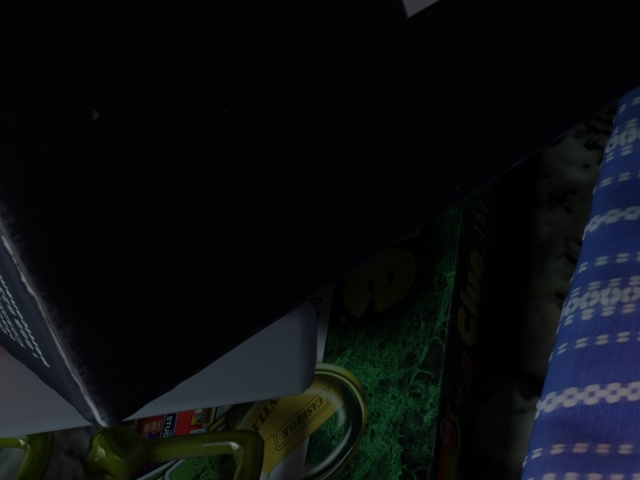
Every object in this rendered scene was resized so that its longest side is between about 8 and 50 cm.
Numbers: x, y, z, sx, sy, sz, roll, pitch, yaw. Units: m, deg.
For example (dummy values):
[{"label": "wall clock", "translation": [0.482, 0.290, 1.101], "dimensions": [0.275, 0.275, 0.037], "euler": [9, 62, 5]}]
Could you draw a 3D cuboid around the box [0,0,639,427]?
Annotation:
[{"label": "box", "translation": [-0.022, -0.145, 0.600], "dimensions": [0.343, 0.179, 0.312], "euler": [-32, 29, -18]}]

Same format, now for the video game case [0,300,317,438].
[{"label": "video game case", "translation": [-0.215, 0.012, 0.630], "dimensions": [0.300, 0.329, 0.036], "euler": [25, 116, 56]}]

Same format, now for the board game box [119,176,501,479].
[{"label": "board game box", "translation": [0.000, 0.000, 0.682], "dimensions": [0.136, 0.030, 0.259], "euler": [-12, 50, 28]}]

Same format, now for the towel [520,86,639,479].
[{"label": "towel", "translation": [0.167, 0.009, 0.496], "dimensions": [0.243, 0.040, 0.336], "euler": [-10, 41, 32]}]

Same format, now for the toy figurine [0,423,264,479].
[{"label": "toy figurine", "translation": [-0.190, 0.186, 0.590], "dimensions": [0.362, 0.217, 0.191], "euler": [2, 41, -12]}]
